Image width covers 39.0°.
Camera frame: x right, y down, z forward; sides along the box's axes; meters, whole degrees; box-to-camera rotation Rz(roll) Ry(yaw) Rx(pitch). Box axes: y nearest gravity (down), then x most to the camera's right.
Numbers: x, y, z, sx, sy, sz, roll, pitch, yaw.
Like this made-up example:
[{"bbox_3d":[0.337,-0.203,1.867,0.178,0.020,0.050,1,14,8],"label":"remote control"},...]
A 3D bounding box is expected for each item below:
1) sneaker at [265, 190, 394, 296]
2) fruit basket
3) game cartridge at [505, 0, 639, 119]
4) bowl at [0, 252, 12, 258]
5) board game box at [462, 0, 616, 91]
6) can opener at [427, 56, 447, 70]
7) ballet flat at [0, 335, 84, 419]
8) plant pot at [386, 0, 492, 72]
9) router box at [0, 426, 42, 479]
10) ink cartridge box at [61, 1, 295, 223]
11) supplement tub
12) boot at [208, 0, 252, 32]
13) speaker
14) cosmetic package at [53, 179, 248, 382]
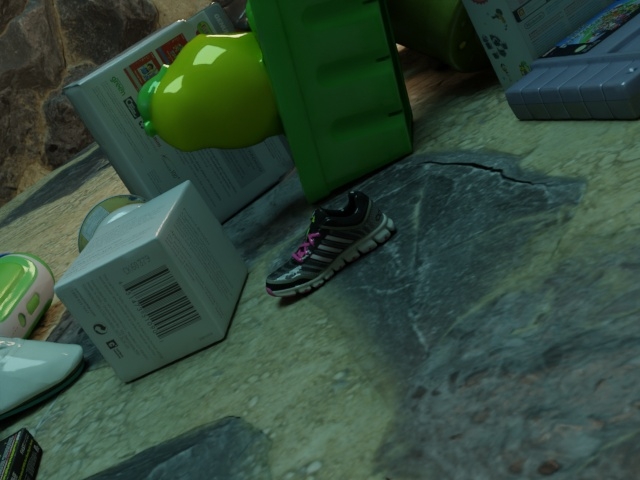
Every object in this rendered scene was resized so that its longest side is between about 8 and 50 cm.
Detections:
[{"bbox_3d":[0.000,0.000,1.056,0.170,0.075,0.063,-33,19,-5],"label":"sneaker"},{"bbox_3d":[-0.070,-0.241,1.316,0.392,0.392,0.283,-25,20,16],"label":"fruit basket"},{"bbox_3d":[0.421,-0.265,1.124,0.355,0.068,0.230,-37,24,-17],"label":"game cartridge"},{"bbox_3d":[-0.735,0.168,1.727,0.391,0.077,0.391,-27,19,10],"label":"bowl"},{"bbox_3d":[0.296,-0.387,1.230,0.224,0.303,0.097,-37,21,-17],"label":"board game box"},{"bbox_3d":[0.305,-0.396,1.633,0.283,0.076,0.095,-32,-13,-3],"label":"can opener"},{"bbox_3d":[-0.514,0.202,1.235,0.400,0.139,0.139,-24,20,18],"label":"ballet flat"},{"bbox_3d":[0.177,-0.459,1.444,0.366,0.366,0.353,-36,61,-16],"label":"plant pot"},{"bbox_3d":[-0.359,0.267,0.983,0.092,0.038,0.122,-31,19,2],"label":"router box"},{"bbox_3d":[-0.216,-0.190,1.493,0.272,0.309,0.130,-37,20,-20],"label":"ink cartridge box"},{"bbox_3d":[-0.272,0.012,1.324,0.144,0.144,0.199,-36,20,-13],"label":"supplement tub"},{"bbox_3d":[-0.050,-0.352,1.631,0.138,0.284,0.377,-49,27,2],"label":"boot"},{"bbox_3d":[-0.519,0.126,1.437,0.131,0.131,0.296,-27,20,12],"label":"speaker"},{"bbox_3d":[-0.202,0.047,1.124,0.151,0.151,0.184,-26,19,16],"label":"cosmetic package"}]
